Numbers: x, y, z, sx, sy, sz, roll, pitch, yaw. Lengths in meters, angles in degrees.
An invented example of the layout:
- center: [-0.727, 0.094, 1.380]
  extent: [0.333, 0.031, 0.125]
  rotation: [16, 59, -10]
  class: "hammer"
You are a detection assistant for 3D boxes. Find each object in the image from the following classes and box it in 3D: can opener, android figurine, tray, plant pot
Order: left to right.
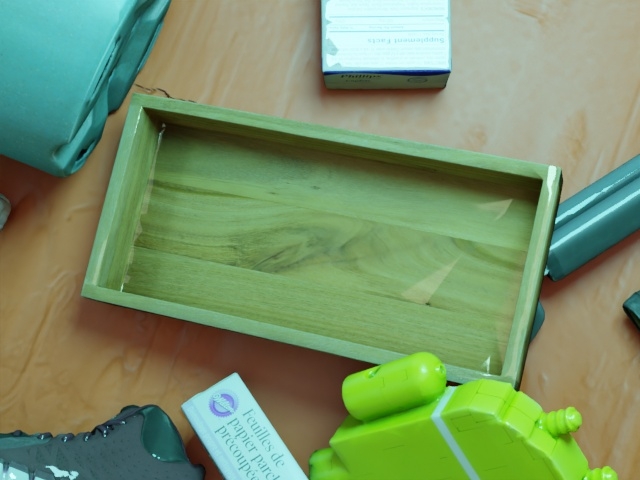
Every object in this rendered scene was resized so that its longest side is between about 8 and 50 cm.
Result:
- center: [-0.320, -0.239, 1.095]
  extent: [0.334, 0.341, 0.341]
  rotation: [28, 84, -4]
  class: "plant pot"
- center: [0.000, 0.000, 1.134]
  extent: [0.411, 0.076, 0.202]
  rotation: [11, 83, 16]
  class: "tray"
- center: [0.122, 0.207, 1.059]
  extent: [0.273, 0.056, 0.248]
  rotation: [-24, 106, 38]
  class: "android figurine"
- center: [0.229, 0.017, 1.179]
  extent: [0.280, 0.074, 0.093]
  rotation: [-36, 118, -1]
  class: "can opener"

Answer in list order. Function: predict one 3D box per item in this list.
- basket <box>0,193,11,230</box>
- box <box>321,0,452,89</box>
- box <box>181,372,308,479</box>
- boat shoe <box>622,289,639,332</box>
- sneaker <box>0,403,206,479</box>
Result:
- center: [-0.495, 0.014, 1.044]
  extent: [0.328, 0.331, 0.266]
  rotation: [16, 82, 4]
  class: "basket"
- center: [0.063, -0.222, 1.199]
  extent: [0.126, 0.072, 0.137]
  rotation: [0, 82, 0]
  class: "box"
- center: [-0.015, 0.265, 1.086]
  extent: [0.063, 0.067, 0.324]
  rotation: [-31, 63, -12]
  class: "box"
- center: [0.360, 0.139, 1.152]
  extent: [0.073, 0.080, 0.223]
  rotation: [-27, 78, 3]
  class: "boat shoe"
- center: [-0.237, 0.204, 1.125]
  extent: [0.281, 0.106, 0.162]
  rotation: [21, 41, -3]
  class: "sneaker"
